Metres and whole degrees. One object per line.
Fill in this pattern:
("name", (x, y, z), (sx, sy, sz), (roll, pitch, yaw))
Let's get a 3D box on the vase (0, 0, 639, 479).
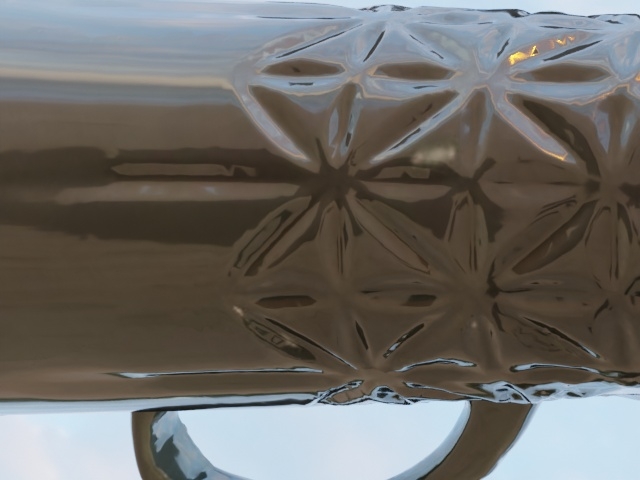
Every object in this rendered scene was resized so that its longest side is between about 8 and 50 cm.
("vase", (0.000, 0.000, 0.399), (0.301, 0.156, 0.251), (1, -64, 27))
